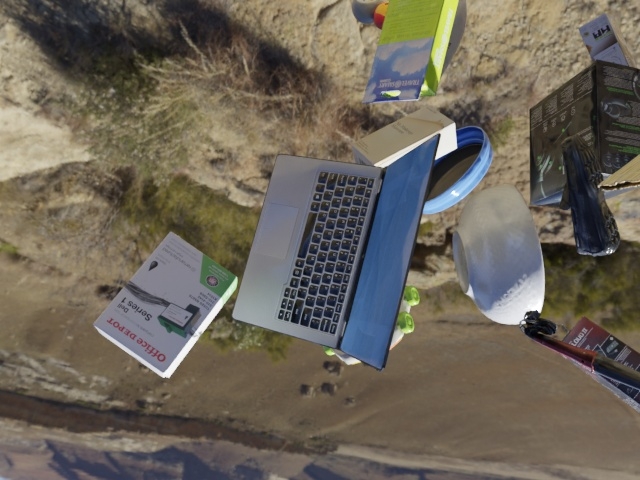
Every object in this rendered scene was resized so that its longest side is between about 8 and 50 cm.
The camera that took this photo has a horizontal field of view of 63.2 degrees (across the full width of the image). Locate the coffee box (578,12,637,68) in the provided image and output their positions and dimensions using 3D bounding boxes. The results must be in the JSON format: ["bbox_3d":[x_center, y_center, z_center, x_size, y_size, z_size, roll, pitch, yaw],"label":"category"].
[{"bbox_3d":[1.036,-0.672,1.859,0.141,0.246,0.098,-21,178,-45],"label":"coffee box"}]

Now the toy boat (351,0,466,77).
[{"bbox_3d":[0.202,-0.476,1.184,0.148,0.267,0.318,39,-158,28],"label":"toy boat"}]

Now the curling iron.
[{"bbox_3d":[0.423,0.183,0.815,0.068,0.035,0.274,53,168,-34],"label":"curling iron"}]

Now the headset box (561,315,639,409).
[{"bbox_3d":[0.777,0.329,1.401,0.293,0.110,0.218,39,-178,30],"label":"headset box"}]

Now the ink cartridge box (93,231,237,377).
[{"bbox_3d":[-0.285,0.122,0.975,0.160,0.219,0.092,34,158,0],"label":"ink cartridge box"}]

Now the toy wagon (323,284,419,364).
[{"bbox_3d":[0.157,0.209,1.500,0.267,0.344,0.068,-23,111,30],"label":"toy wagon"}]

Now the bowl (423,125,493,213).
[{"bbox_3d":[0.475,-0.261,1.963,0.077,0.391,0.391,40,144,-21],"label":"bowl"}]

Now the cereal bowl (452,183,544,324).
[{"bbox_3d":[0.405,0.039,1.250,0.141,0.338,0.339,-8,152,4],"label":"cereal bowl"}]

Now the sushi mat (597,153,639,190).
[{"bbox_3d":[0.559,-0.164,0.740,0.019,0.317,0.151,57,169,-7],"label":"sushi mat"}]

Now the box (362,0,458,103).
[{"bbox_3d":[0.133,-0.283,0.773,0.109,0.178,0.042,10,174,44],"label":"box"}]

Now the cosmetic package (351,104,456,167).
[{"bbox_3d":[0.279,-0.314,1.732,0.310,0.160,0.113,-30,134,-10],"label":"cosmetic package"}]

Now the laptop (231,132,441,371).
[{"bbox_3d":[0.000,0.000,0.968,0.408,0.381,0.236,12,171,24],"label":"laptop"}]

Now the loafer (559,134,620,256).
[{"bbox_3d":[0.464,-0.076,0.929,0.076,0.223,0.078,-27,-170,-40],"label":"loafer"}]

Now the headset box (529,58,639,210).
[{"bbox_3d":[0.610,-0.219,1.202,0.131,0.282,0.246,8,166,-11],"label":"headset box"}]
